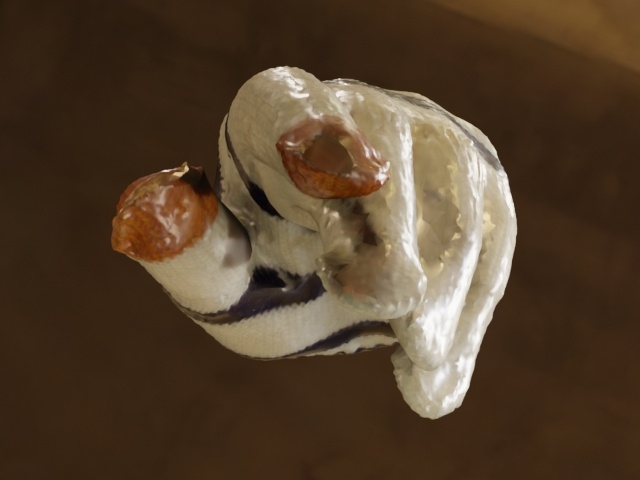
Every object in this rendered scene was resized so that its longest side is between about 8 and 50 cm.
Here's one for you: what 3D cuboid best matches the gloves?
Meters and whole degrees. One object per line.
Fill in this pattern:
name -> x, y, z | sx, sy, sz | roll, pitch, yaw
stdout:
gloves -> 0.010, -0.011, 0.747 | 0.140, 0.218, 0.131 | 24, 70, 6
